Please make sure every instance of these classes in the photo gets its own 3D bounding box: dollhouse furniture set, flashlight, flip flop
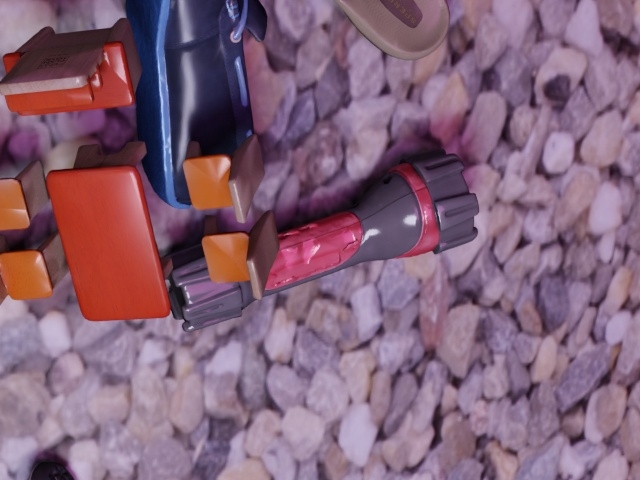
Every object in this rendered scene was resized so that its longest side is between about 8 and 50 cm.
[{"bbox_3d":[-0.189,-0.042,1.140,0.262,0.135,0.259,-5,119,10],"label":"dollhouse furniture set"},{"bbox_3d":[0.000,0.000,1.312,0.304,0.103,0.103,-18,113,-15],"label":"flashlight"},{"bbox_3d":[0.023,-0.264,1.250,0.277,0.080,0.112,39,90,-26],"label":"flip flop"}]

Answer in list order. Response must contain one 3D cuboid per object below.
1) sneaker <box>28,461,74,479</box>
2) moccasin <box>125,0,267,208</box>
[{"bbox_3d":[-0.285,0.334,1.322,0.097,0.084,0.234,-3,91,18],"label":"sneaker"},{"bbox_3d":[-0.107,-0.199,1.213,0.117,0.137,0.342,-10,124,-21],"label":"moccasin"}]
